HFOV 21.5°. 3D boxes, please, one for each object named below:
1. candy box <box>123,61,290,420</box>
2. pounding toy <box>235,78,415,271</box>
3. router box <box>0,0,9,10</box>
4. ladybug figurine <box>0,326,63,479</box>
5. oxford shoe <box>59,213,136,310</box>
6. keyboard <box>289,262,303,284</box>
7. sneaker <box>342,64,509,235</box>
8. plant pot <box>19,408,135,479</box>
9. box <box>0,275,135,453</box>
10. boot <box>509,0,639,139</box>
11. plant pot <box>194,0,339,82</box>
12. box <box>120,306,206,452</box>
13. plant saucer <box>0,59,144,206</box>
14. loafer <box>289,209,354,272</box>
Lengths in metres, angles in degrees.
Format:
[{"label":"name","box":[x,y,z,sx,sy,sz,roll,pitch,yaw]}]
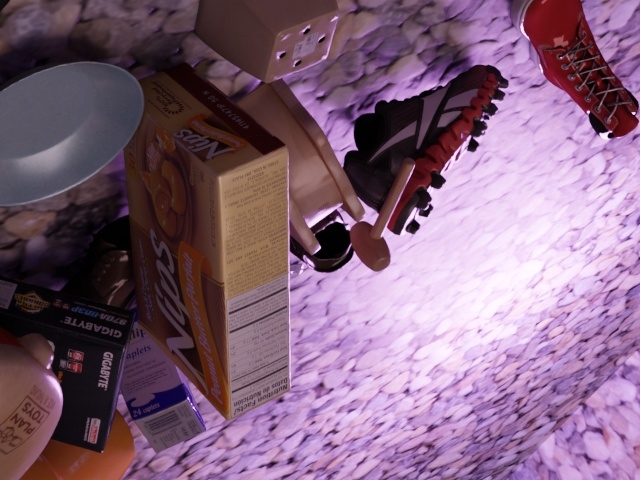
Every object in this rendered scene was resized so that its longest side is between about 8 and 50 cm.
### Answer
[{"label":"candy box","box":[-0.113,0.004,1.685,0.087,0.183,0.317,-24,135,-26]},{"label":"pounding toy","box":[0.000,-0.091,1.847,0.155,0.154,0.269,-35,137,-5]},{"label":"router box","box":[-0.411,-0.132,1.252,0.309,0.081,0.243,-45,156,16]},{"label":"ladybug figurine","box":[-0.463,0.211,1.674,0.449,0.162,0.305,-32,150,0]},{"label":"oxford shoe","box":[-0.232,0.029,1.819,0.227,0.083,0.096,-42,141,2]},{"label":"keyboard","box":[-0.121,0.063,2.104,0.256,0.014,0.072,-5,146,-51]},{"label":"sneaker","box":[0.118,-0.132,1.978,0.276,0.135,0.098,-51,169,-34]},{"label":"plant pot","box":[-0.327,0.270,1.985,0.188,0.205,0.205,-39,162,-39]},{"label":"box","box":[-0.298,0.132,1.796,0.220,0.175,0.051,110,-5,-51]},{"label":"boot","box":[0.315,-0.214,2.005,0.088,0.176,0.244,-37,155,2]},{"label":"plant pot","box":[-0.044,-0.215,1.598,0.109,0.096,0.109,-24,153,-27]},{"label":"box","box":[-0.200,0.164,2.005,0.072,0.137,0.126,-23,155,-4]},{"label":"plant saucer","box":[-0.258,-0.108,1.553,0.195,0.037,0.195,-24,152,-14]},{"label":"loafer","box":[0.000,0.000,2.070,0.080,0.078,0.220,-38,156,1]}]
